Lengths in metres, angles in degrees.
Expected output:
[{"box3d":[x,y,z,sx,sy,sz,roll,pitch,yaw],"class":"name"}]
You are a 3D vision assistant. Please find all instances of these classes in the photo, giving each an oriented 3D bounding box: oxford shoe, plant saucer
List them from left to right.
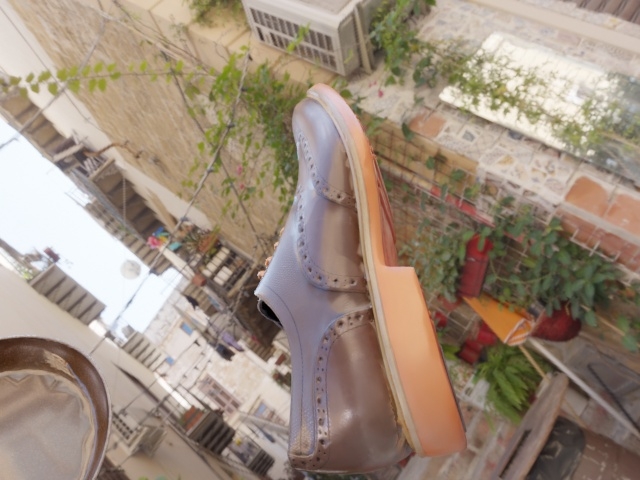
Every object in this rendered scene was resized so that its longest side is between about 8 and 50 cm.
[{"box3d":[-0.396,0.254,0.562,0.310,0.310,0.050,-41,-31,-33],"class":"plant saucer"},{"box3d":[0.000,0.000,0.410,0.132,0.364,0.130,-19,-40,8],"class":"oxford shoe"}]
